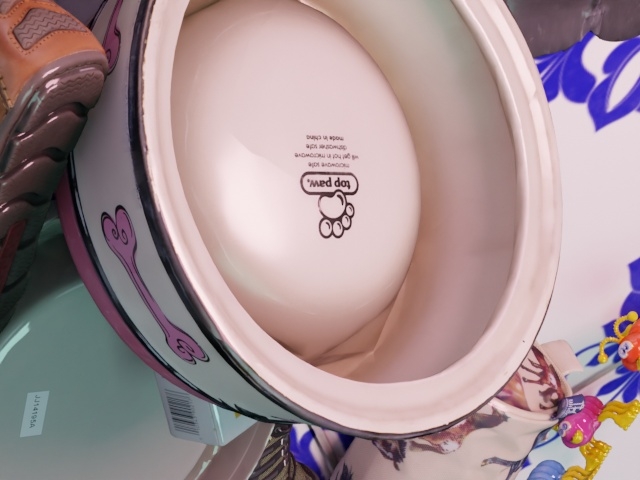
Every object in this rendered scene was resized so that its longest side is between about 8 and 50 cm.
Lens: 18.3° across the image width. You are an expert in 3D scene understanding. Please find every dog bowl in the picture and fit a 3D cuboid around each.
[{"bbox_3d":[-0.196,0.122,1.595,0.348,0.102,0.349,-19,123,-31],"label":"dog bowl"},{"bbox_3d":[-0.014,-0.053,1.422,0.408,0.408,0.150,12,161,-42],"label":"dog bowl"}]

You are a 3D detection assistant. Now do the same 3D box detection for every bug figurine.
[{"bbox_3d":[0.287,0.161,1.997,0.279,0.072,0.216,-59,169,23],"label":"bug figurine"}]

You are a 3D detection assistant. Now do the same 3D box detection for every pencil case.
[{"bbox_3d":[0.098,0.259,1.944,0.183,0.160,0.410,13,121,-29],"label":"pencil case"}]

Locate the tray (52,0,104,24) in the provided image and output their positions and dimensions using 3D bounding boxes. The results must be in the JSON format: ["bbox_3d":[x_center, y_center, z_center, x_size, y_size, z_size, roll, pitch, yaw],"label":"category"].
[{"bbox_3d":[-0.245,-0.126,1.393,0.270,0.030,0.145,-41,169,11],"label":"tray"}]

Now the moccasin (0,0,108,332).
[{"bbox_3d":[-0.274,-0.016,1.328,0.139,0.147,0.380,-29,153,-47],"label":"moccasin"}]

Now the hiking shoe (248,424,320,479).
[{"bbox_3d":[-0.054,0.187,1.825,0.114,0.086,0.227,-43,139,13],"label":"hiking shoe"}]

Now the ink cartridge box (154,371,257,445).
[{"bbox_3d":[0.000,0.000,1.594,0.371,0.069,0.176,-33,119,-41],"label":"ink cartridge box"}]

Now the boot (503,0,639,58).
[{"bbox_3d":[0.302,-0.354,1.505,0.367,0.146,0.445,-4,127,-20],"label":"boot"}]
